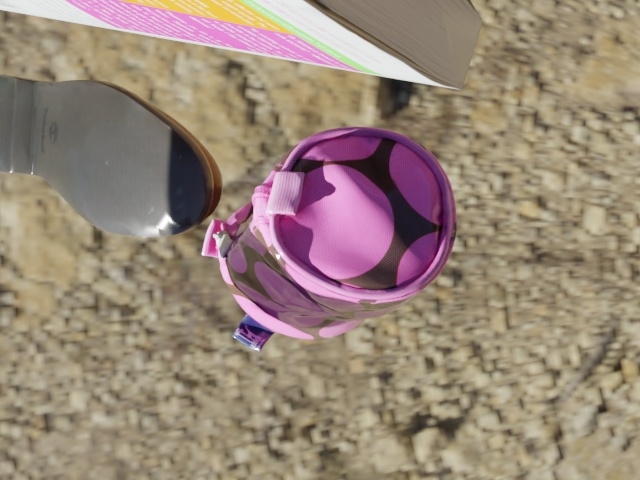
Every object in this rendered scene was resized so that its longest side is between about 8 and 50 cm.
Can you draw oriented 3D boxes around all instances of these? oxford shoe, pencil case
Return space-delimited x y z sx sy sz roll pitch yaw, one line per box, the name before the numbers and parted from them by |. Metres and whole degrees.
oxford shoe | -0.113 -0.053 1.085 0.212 0.076 0.076 24 106 46
pencil case | 0.000 0.000 0.964 0.098 0.209 0.095 25 77 -5

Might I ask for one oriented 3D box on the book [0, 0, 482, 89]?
book | -0.046 -0.068 0.452 0.144 0.096 0.035 13 80 29
